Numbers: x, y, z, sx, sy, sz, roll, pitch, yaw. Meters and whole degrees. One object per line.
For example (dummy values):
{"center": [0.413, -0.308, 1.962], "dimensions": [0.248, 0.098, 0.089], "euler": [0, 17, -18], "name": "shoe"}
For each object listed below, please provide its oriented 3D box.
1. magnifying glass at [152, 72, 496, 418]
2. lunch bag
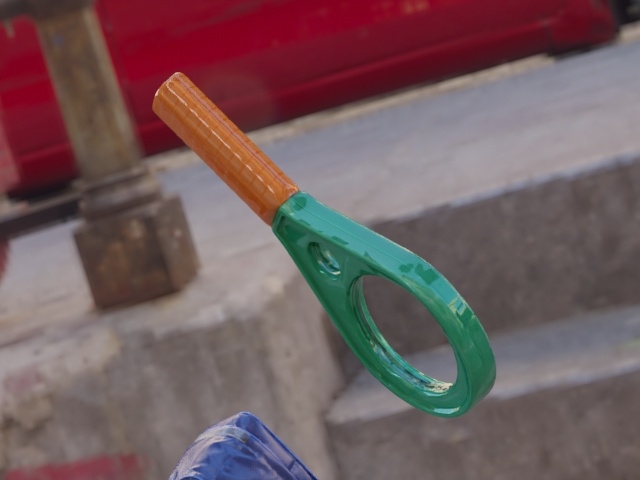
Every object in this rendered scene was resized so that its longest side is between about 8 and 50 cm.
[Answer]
{"center": [0.000, 0.000, 0.911], "dimensions": [0.026, 0.231, 0.092], "euler": [-40, -14, -29], "name": "magnifying glass"}
{"center": [-0.037, 0.152, 1.048], "dimensions": [0.067, 0.098, 0.065], "euler": [-28, 19, 53], "name": "lunch bag"}
